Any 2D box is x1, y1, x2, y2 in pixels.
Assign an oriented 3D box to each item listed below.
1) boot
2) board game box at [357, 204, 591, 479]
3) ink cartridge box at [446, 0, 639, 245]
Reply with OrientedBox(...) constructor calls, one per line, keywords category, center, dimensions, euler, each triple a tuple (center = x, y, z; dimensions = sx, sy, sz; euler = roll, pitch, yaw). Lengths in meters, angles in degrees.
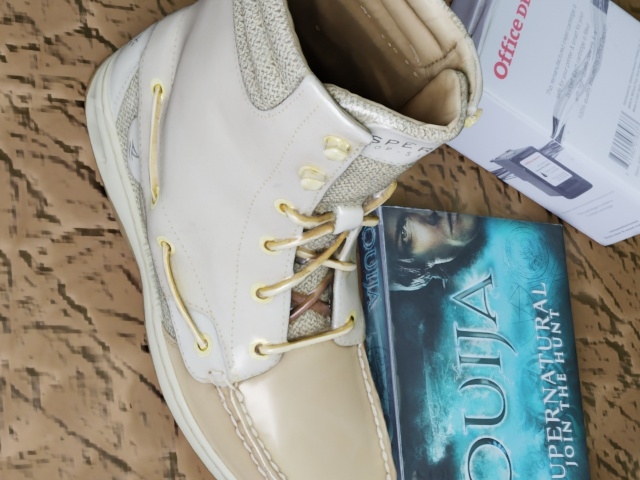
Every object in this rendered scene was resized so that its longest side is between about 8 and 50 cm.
OrientedBox(category="boot", center=(0.000, 0.000, 0.610), dimensions=(0.095, 0.203, 0.261), euler=(-16, 82, -34))
OrientedBox(category="board game box", center=(0.083, 0.077, 0.747), dimensions=(0.126, 0.026, 0.186), euler=(5, 72, -31))
OrientedBox(category="ink cartridge box", center=(0.138, -0.084, 0.811), dimensions=(0.150, 0.063, 0.109), euler=(31, 61, -20))
